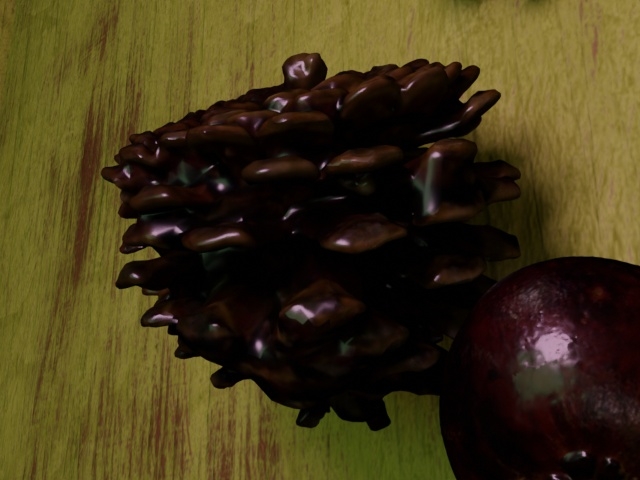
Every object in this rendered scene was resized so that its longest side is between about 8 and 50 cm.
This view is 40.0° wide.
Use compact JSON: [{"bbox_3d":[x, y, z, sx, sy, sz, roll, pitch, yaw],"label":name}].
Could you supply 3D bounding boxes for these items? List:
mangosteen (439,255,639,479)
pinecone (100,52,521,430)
[{"bbox_3d":[0.208,0.111,0.677,0.235,0.235,0.261,-45,6,30],"label":"mangosteen"},{"bbox_3d":[0.000,0.000,0.838,0.397,0.397,0.398,-22,60,45],"label":"pinecone"}]
